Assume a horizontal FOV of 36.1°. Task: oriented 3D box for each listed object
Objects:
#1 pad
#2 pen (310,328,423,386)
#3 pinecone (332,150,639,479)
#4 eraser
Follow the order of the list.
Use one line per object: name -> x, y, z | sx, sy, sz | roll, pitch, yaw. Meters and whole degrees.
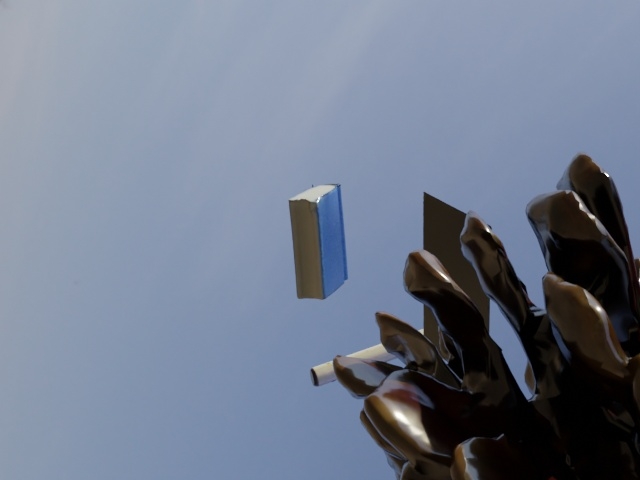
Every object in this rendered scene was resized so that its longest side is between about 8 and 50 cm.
pad -> 0.144, 0.053, 1.050 | 0.127, 0.004, 0.190 | 36, -46, 57
pen -> 0.111, 0.163, 1.479 | 0.033, 0.269, 0.033 | 162, -90, -77
pinecone -> 0.210, 0.123, 0.519 | 0.398, 0.398, 0.397 | -37, -135, 49
eraser -> 0.000, 0.000, 0.804 | 0.027, 0.063, 0.084 | 1, -75, 22
